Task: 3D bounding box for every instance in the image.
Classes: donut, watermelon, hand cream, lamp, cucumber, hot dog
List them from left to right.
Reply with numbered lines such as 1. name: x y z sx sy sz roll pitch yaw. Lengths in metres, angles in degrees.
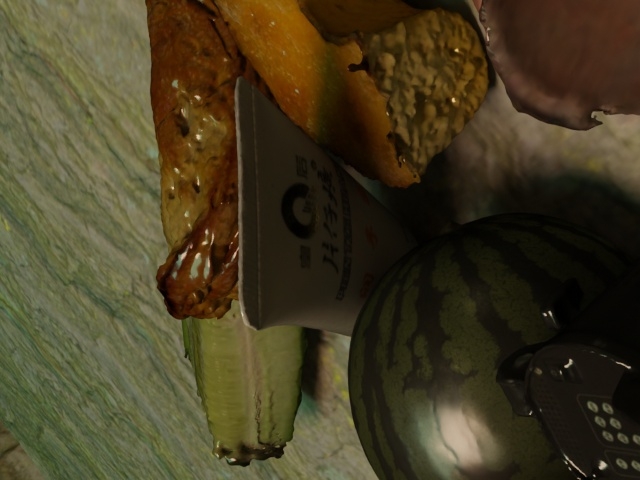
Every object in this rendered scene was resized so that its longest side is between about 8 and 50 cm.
1. hot dog: -0.068 -0.076 0.904 0.175 0.114 0.259 98 168 -73
2. cucumber: -0.073 0.060 1.125 0.325 0.105 0.145 89 163 -48
3. donut: -0.005 -0.168 0.751 0.152 0.101 0.259 13 134 54
4. hand cream: 0.000 0.000 0.792 0.089 0.314 0.139 -6 80 18
5. watermelon: 0.118 0.086 0.740 0.212 0.212 0.212 37 148 28
6. lamp: 0.177 0.042 0.574 0.172 0.227 0.147 0 122 57

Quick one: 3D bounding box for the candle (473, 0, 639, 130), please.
1. candle: 0.100 -0.205 0.408 0.287 0.317 0.131 -47 42 27
